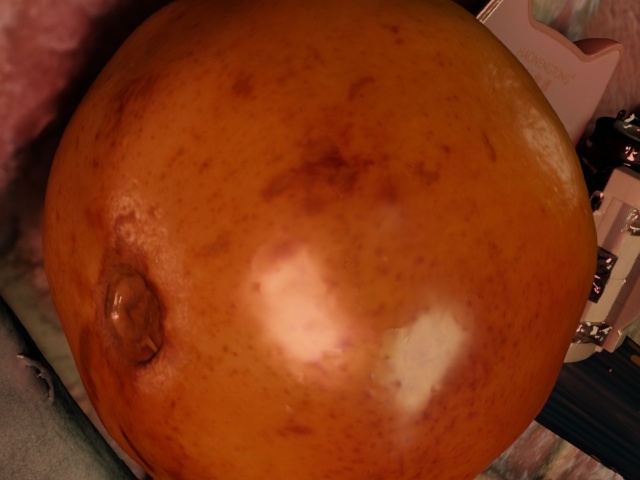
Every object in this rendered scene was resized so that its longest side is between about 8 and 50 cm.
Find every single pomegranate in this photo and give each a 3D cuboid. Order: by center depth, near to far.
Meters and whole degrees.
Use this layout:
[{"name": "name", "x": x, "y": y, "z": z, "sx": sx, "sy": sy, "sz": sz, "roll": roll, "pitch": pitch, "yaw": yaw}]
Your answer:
[{"name": "pomegranate", "x": 0.000, "y": 0.000, "z": 0.466, "sx": 0.264, "sy": 0.264, "sz": 0.264, "roll": -27, "pitch": 136, "yaw": -30}]

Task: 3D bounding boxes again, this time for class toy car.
[{"name": "toy car", "x": 0.265, "y": -0.010, "z": 0.815, "sx": 0.301, "sy": 0.118, "sz": 0.193, "roll": -12, "pitch": 129, "yaw": -53}]

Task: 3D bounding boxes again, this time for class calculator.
[{"name": "calculator", "x": 0.076, "y": -0.021, "z": 0.685, "sx": 0.220, "sy": 0.048, "sz": 0.330, "roll": 13, "pitch": 111, "yaw": -52}]

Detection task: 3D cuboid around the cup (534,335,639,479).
[{"name": "cup", "x": 0.320, "y": 0.172, "z": 1.000, "sx": 0.176, "sy": 0.155, "sz": 0.131, "roll": 5, "pitch": 115, "yaw": -47}]

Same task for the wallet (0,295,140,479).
[{"name": "wallet", "x": -0.194, "y": 0.116, "z": 0.467, "sx": 0.191, "sy": 0.046, "sz": 0.379, "roll": -56, "pitch": 147, "yaw": -30}]

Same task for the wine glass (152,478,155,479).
[{"name": "wine glass", "x": -0.094, "y": 0.159, "z": 0.649, "sx": 0.038, "sy": 0.042, "sz": 0.083, "roll": 4, "pitch": 119, "yaw": -41}]
